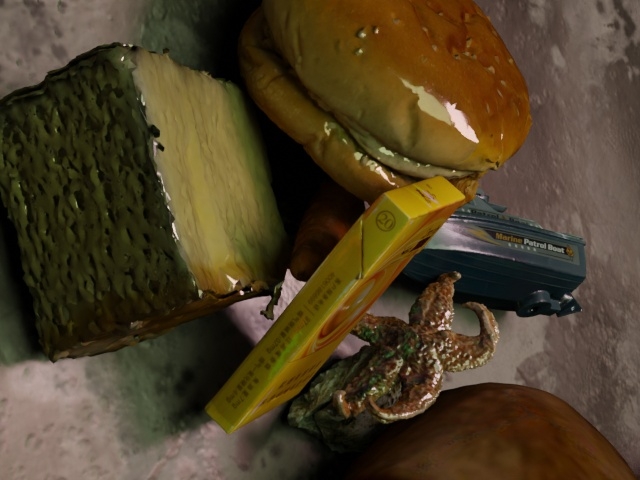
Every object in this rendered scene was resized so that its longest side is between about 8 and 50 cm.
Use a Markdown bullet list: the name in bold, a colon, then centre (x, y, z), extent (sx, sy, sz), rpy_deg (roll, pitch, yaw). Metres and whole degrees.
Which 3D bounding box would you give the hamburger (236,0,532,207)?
- **hamburger**: centre (0.064, -0.173, 1.380), extent (0.314, 0.170, 0.290), rpy_deg (44, 30, 1)

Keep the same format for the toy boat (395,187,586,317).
- **toy boat**: centre (0.159, 0.008, 1.514), extent (0.296, 0.114, 0.122), rpy_deg (14, 53, -38)

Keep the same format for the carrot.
- **carrot**: centre (0.000, 0.000, 1.337), extent (0.061, 0.061, 0.210), rpy_deg (65, 17, -12)

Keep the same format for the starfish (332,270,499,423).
- **starfish**: centre (0.093, 0.105, 1.369), extent (0.150, 0.053, 0.209), rpy_deg (21, 51, 10)

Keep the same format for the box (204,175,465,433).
- **box**: centre (0.013, 0.056, 1.263), extent (0.043, 0.269, 0.152), rpy_deg (43, 22, 11)

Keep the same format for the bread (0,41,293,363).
- **bread**: centre (-0.096, -0.044, 1.200), extent (0.315, 0.279, 0.248), rpy_deg (-20, 91, -36)

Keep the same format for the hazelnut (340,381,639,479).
- **hazelnut**: centre (0.155, 0.316, 1.321), extent (0.366, 0.366, 0.366), rpy_deg (9, 77, -41)

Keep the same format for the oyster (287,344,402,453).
- **oyster**: centre (0.047, 0.160, 1.425), extent (0.177, 0.064, 0.125), rpy_deg (27, 79, -46)
